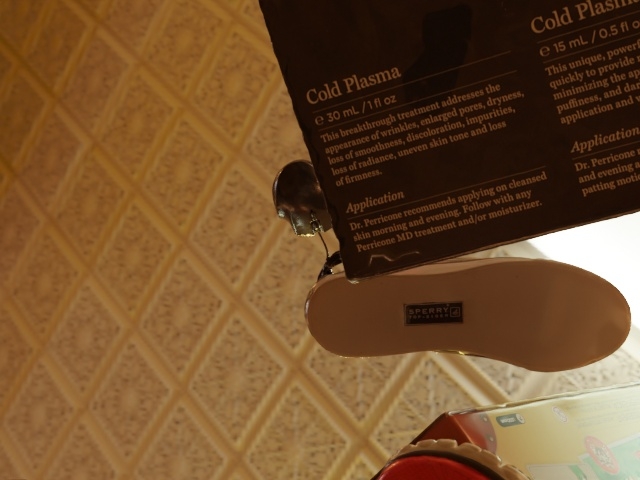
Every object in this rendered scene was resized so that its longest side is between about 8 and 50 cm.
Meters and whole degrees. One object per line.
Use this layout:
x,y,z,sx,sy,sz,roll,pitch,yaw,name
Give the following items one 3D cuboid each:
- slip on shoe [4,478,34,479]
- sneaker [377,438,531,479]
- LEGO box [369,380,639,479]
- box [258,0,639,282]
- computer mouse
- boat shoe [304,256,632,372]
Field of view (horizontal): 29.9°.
-0.308,0.274,1.257,0.135,0.041,0.051,2,-116,6,slip on shoe
0.145,0.258,1.004,0.279,0.107,0.118,19,-134,39,sneaker
0.307,0.364,1.286,0.193,0.500,0.372,-48,-119,27,LEGO box
0.147,-0.175,0.822,0.343,0.179,0.312,-14,-80,23,box
0.000,0.000,1.438,0.071,0.242,0.041,-22,-138,0,computer mouse
0.121,0.058,1.013,0.268,0.088,0.096,-4,-79,1,boat shoe
